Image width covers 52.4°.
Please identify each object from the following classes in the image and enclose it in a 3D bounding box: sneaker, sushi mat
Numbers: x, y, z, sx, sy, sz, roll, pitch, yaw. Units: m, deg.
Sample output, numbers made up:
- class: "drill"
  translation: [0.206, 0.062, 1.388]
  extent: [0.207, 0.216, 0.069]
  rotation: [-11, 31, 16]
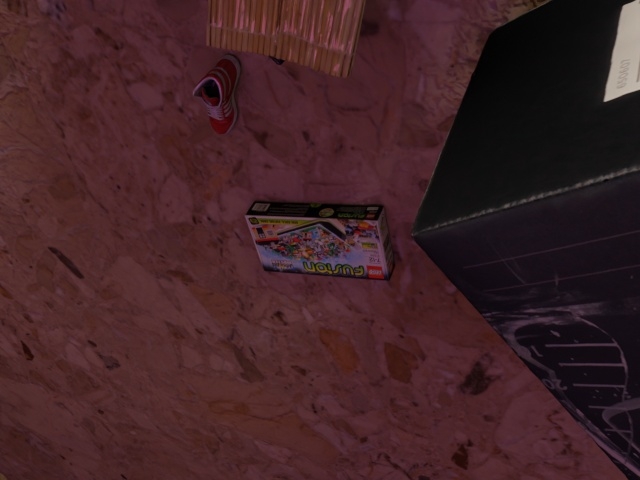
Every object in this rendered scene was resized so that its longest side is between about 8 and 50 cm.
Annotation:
- class: "sneaker"
  translation: [-0.136, -0.176, 0.846]
  extent: [0.042, 0.067, 0.118]
  rotation: [22, 135, 7]
- class: "sushi mat"
  translation: [-0.019, -0.293, 0.540]
  extent: [0.151, 0.019, 0.317]
  rotation: [17, 132, 7]

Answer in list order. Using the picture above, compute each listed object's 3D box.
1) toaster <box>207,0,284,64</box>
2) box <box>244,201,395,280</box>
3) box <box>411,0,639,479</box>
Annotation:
- class: "toaster"
  translation: [-0.056, -0.308, 0.651]
  extent: [0.146, 0.129, 0.227]
  rotation: [33, 134, 1]
- class: "box"
  translation: [0.000, 0.000, 0.960]
  extent: [0.207, 0.036, 0.114]
  rotation: [3, 130, 23]
- class: "box"
  translation: [0.417, -0.004, 0.489]
  extent: [0.480, 0.297, 0.472]
  rotation: [-18, 126, 46]
